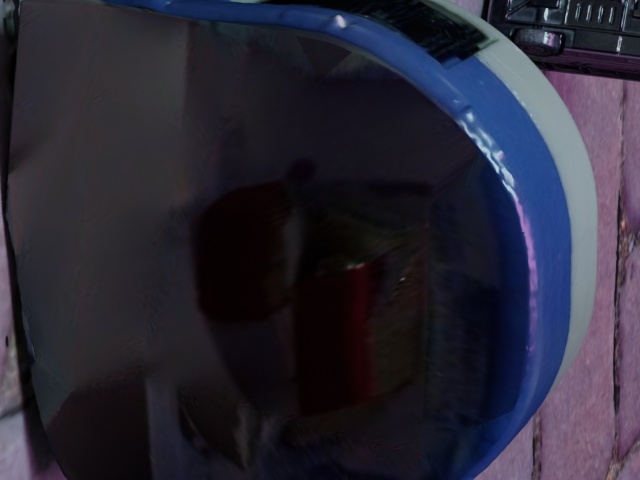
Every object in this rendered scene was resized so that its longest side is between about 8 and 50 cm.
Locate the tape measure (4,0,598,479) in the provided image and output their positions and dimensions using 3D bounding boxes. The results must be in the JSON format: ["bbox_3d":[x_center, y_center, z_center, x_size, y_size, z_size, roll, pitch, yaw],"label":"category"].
[{"bbox_3d":[-0.002,-0.001,0.854,0.138,0.262,0.259,-47,138,-64],"label":"tape measure"}]

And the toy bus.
[{"bbox_3d":[0.229,-0.167,1.317,0.108,0.199,0.096,35,64,-73],"label":"toy bus"}]
